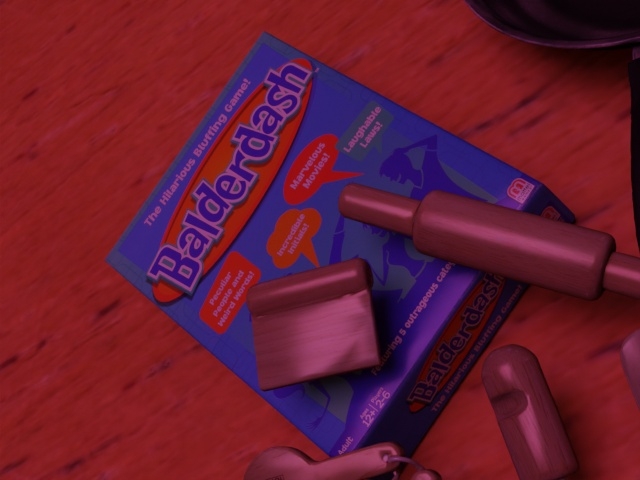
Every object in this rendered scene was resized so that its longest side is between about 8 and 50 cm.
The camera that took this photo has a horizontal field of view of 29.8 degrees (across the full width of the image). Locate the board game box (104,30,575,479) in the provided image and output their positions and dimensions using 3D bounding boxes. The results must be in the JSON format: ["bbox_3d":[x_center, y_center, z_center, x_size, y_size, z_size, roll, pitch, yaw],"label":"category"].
[{"bbox_3d":[0.000,0.000,0.621,0.210,0.047,0.160,34,90,40],"label":"board game box"}]

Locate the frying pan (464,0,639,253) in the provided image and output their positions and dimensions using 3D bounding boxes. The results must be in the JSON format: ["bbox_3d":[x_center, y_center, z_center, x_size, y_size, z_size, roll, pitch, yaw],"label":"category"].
[{"bbox_3d":[0.174,-0.124,0.543,0.197,0.053,0.326,-34,50,14],"label":"frying pan"}]

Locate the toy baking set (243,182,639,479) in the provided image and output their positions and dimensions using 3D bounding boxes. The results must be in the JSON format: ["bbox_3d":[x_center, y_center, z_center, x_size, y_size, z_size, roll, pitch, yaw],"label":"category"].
[{"bbox_3d":[0.078,0.083,0.509,0.256,0.030,0.196,11,88,23],"label":"toy baking set"}]
